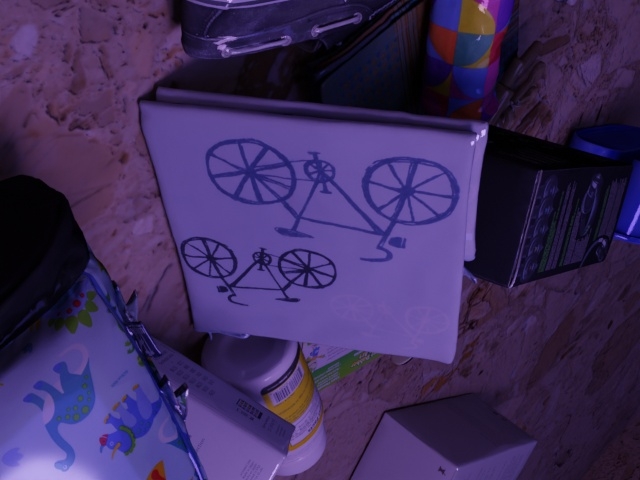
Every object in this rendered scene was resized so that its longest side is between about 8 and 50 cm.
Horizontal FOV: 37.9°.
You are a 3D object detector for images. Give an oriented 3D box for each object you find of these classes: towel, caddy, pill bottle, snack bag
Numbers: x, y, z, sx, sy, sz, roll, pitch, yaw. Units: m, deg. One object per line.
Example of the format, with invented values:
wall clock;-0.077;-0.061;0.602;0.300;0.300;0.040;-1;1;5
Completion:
towel;0.128;-0.204;1.160;0.370;0.040;0.271;-42;147;-24
caddy;0.551;-0.083;1.642;0.341;0.241;0.179;-13;124;-47
pill bottle;-0.063;0.196;1.163;0.119;0.119;0.208;-40;137;-23
snack bag;0.000;0.000;0.952;0.343;0.323;0.037;85;16;-45

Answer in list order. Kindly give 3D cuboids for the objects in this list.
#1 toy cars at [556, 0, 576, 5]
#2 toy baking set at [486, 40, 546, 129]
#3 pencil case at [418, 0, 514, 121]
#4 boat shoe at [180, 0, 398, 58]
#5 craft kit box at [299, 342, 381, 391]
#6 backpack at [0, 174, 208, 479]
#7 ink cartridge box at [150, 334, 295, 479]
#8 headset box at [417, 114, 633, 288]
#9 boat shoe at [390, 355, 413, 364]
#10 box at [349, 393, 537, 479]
toy cars;0.352;-0.410;1.210;0.393;0.087;0.176;-27;139;-43
toy baking set;0.255;-0.162;1.331;0.256;0.030;0.196;-59;158;15
pencil case;0.171;-0.248;1.052;0.104;0.104;0.236;-29;140;-36
boat shoe;-0.003;-0.233;0.894;0.301;0.108;0.102;-23;135;-38
craft kit box;0.049;0.075;1.283;0.250;0.061;0.247;-24;132;-38
backpack;-0.238;0.178;0.763;0.290;0.273;0.356;-38;137;-28
ink cartridge box;-0.222;0.267;0.987;0.309;0.271;0.130;-58;179;4
headset box;0.183;-0.056;1.080;0.283;0.246;0.131;-9;115;-53
boat shoe;0.163;0.148;1.510;0.133;0.049;0.042;-56;140;-8
box;0.224;0.433;1.737;0.345;0.168;0.215;4;115;-55
